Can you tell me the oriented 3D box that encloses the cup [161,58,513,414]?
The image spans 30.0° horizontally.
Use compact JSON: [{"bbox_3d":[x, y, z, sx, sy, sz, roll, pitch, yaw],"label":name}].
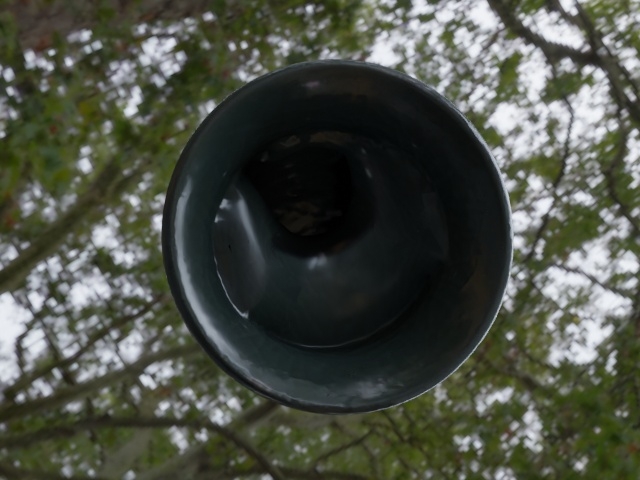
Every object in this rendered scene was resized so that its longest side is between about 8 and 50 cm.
[{"bbox_3d":[0.000,0.000,0.730,0.199,0.199,0.150,59,-10,-3],"label":"cup"}]
